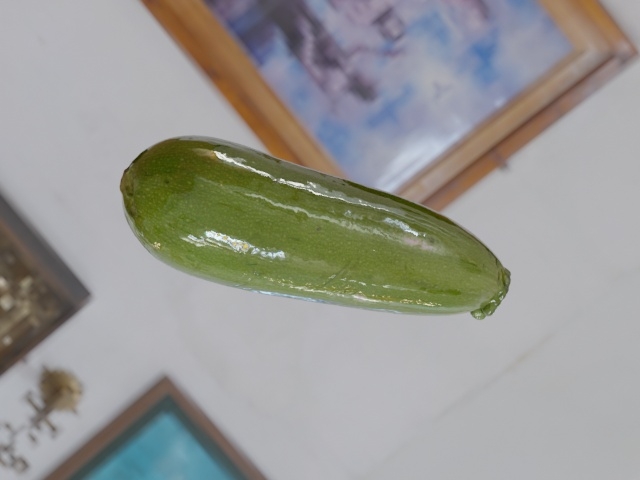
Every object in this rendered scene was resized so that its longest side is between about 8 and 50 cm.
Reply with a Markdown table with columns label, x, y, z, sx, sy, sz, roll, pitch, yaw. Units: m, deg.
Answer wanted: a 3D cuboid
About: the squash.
| label | x | y | z | sx | sy | sz | roll | pitch | yaw |
| --- | --- | --- | --- | --- | --- | --- | --- | --- | --- |
| squash | 0.000 | 0.000 | 0.831 | 0.066 | 0.201 | 0.066 | -164 | -90 | -70 |
